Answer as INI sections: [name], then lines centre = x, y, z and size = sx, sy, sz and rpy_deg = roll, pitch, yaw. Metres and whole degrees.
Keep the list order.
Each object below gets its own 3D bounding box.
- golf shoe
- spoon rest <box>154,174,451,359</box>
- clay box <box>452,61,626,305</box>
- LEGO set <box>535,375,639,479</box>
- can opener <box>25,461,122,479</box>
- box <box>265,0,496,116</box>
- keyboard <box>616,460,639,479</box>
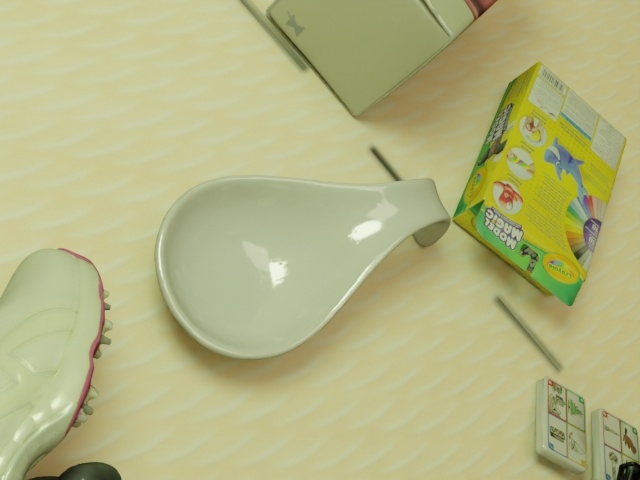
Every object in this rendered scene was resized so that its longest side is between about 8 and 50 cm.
[golf shoe]
centre = -0.203, 0.097, 0.504
size = 0.140, 0.115, 0.306
rpy_deg = 32, 36, -20
[spoon rest]
centre = 0.000, 0.000, 0.730
size = 0.276, 0.084, 0.137
rpy_deg = -19, 81, -38
[clay box]
centre = 0.207, -0.050, 0.903
size = 0.127, 0.053, 0.222
rpy_deg = 38, 56, -14
[LEGO set]
centre = 0.242, 0.259, 0.806
size = 0.183, 0.060, 0.244
rpy_deg = 29, 45, -19
[can opener]
centre = -0.119, 0.271, 0.556
size = 0.093, 0.074, 0.280
rpy_deg = 12, 59, -67
[box]
centre = 0.091, -0.240, 0.851
size = 0.127, 0.149, 0.232
rpy_deg = 49, 53, -6
[keyboard]
centre = 0.314, 0.247, 0.825
size = 0.192, 0.038, 0.100
rpy_deg = 32, 68, -24
